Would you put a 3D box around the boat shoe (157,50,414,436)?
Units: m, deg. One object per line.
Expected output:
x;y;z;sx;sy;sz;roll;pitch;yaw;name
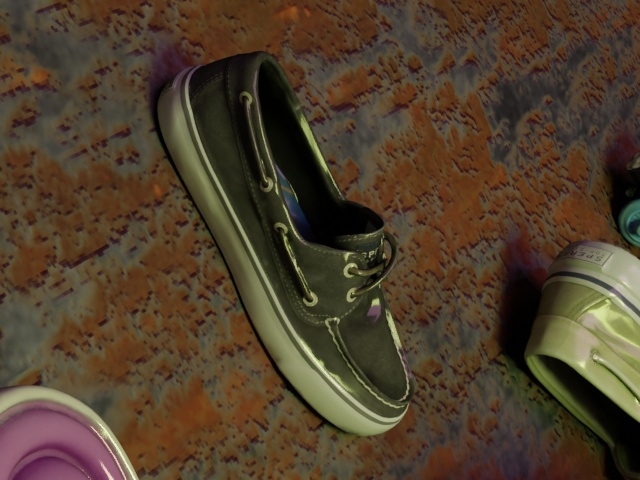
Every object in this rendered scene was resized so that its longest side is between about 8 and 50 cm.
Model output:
0.000;0.000;1.003;0.228;0.076;0.080;63;35;-10;boat shoe

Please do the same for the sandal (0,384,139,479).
-0.052;0.253;0.777;0.169;0.102;0.416;-35;102;-55;sandal

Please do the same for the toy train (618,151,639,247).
0.297;0.005;1.385;0.184;0.105;0.080;58;35;-16;toy train

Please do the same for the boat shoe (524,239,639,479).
0.232;0.126;1.258;0.302;0.109;0.094;46;66;-26;boat shoe
